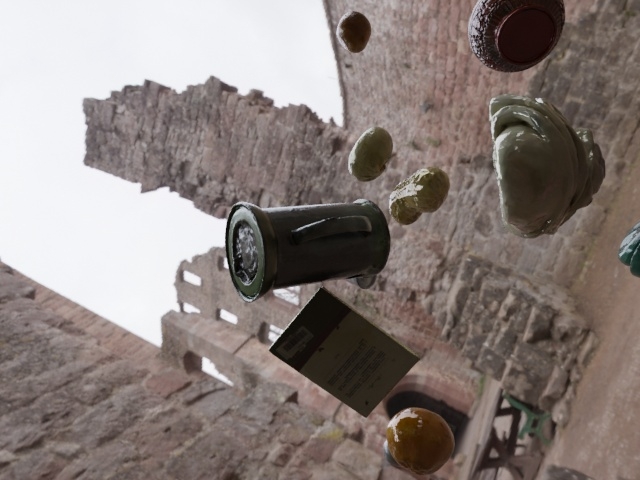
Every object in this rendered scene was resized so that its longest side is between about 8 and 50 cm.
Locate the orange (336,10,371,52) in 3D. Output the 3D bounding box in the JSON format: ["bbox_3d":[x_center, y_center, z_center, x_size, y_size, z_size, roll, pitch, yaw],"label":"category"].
[{"bbox_3d":[0.072,-0.446,1.054,0.085,0.085,0.085,-52,-26,-38],"label":"orange"}]

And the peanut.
[{"bbox_3d":[0.325,-0.145,1.655,0.147,0.147,0.306,-58,12,-28],"label":"peanut"}]

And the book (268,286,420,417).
[{"bbox_3d":[0.054,0.255,1.104,0.201,0.290,0.026,-50,10,10],"label":"book"}]

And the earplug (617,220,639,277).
[{"bbox_3d":[0.943,0.024,1.347,0.258,0.280,0.163,-3,-59,-21],"label":"earplug"}]

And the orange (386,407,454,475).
[{"bbox_3d":[0.230,0.469,1.142,0.158,0.159,0.136,88,-159,-48],"label":"orange"}]

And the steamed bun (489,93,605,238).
[{"bbox_3d":[0.464,-0.153,1.003,0.280,0.207,0.267,42,-136,-59],"label":"steamed bun"}]

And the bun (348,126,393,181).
[{"bbox_3d":[0.202,-0.308,1.826,0.222,0.128,0.222,-39,-30,-28],"label":"bun"}]

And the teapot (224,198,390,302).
[{"bbox_3d":[0.000,0.000,1.031,0.337,0.270,0.200,-6,-103,-31],"label":"teapot"}]

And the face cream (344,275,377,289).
[{"bbox_3d":[0.093,0.085,1.616,0.269,0.073,0.107,-153,71,-66],"label":"face cream"}]

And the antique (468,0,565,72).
[{"bbox_3d":[0.213,-0.236,0.537,0.104,0.104,0.104,-52,-26,-38],"label":"antique"}]

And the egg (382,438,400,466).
[{"bbox_3d":[0.266,0.674,1.592,0.135,0.103,0.103,-10,-52,-23],"label":"egg"}]
